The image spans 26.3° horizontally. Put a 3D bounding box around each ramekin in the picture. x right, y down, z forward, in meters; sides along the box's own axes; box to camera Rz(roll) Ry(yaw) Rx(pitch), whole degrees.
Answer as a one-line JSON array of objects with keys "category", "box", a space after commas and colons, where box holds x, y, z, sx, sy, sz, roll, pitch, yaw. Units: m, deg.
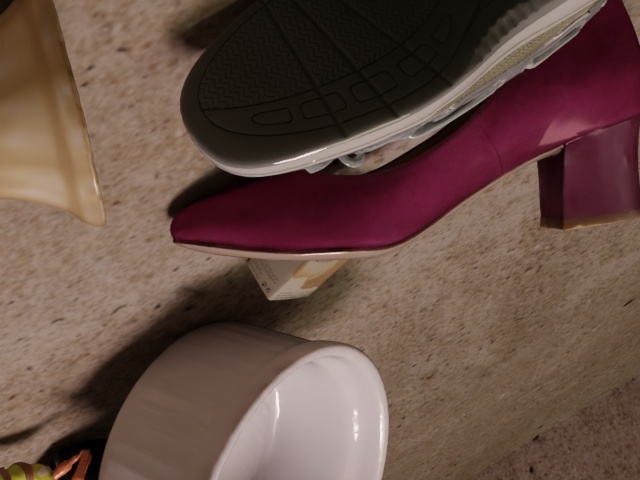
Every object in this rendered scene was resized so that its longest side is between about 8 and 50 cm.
[{"category": "ramekin", "box": [-0.070, 0.206, 1.221, 0.277, 0.135, 0.277, -29, 127, -47]}]

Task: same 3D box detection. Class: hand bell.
[{"category": "hand bell", "box": [-0.233, -0.038, 0.641, 0.242, 0.126, 0.126, -15, 158, -10]}]

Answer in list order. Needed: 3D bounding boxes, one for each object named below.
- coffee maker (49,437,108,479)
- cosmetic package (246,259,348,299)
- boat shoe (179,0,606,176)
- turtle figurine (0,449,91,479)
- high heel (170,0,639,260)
[{"category": "coffee maker", "box": [-0.244, 0.283, 1.325, 0.178, 0.171, 0.120, -63, 173, 19]}, {"category": "cosmetic package", "box": [0.000, 0.000, 1.135, 0.115, 0.041, 0.060, -43, 158, 29]}, {"category": "boat shoe", "box": [0.062, -0.120, 0.832, 0.320, 0.118, 0.103, -33, 158, -18]}, {"category": "turtle figurine", "box": [-0.331, 0.233, 1.125, 0.217, 0.087, 0.269, -32, 178, 31]}, {"category": "high heel", "box": [0.067, -0.085, 1.025, 0.377, 0.181, 0.127, -8, -175, -19]}]
